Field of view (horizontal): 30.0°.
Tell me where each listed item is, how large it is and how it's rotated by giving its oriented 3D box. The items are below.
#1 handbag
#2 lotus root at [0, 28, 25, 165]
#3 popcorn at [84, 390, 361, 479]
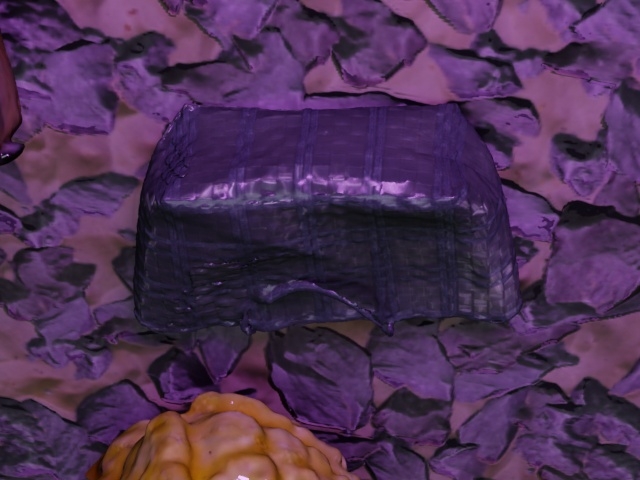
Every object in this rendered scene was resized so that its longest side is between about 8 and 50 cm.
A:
[{"bbox_3d":[0.000,0.000,0.780,0.271,0.088,0.175,-1,135,4],"label":"handbag"},{"bbox_3d":[-0.319,-0.136,0.611,0.316,0.316,0.249,-1,109,5],"label":"lotus root"},{"bbox_3d":[-0.069,0.229,0.887,0.255,0.194,0.256,-1,146,12],"label":"popcorn"}]
